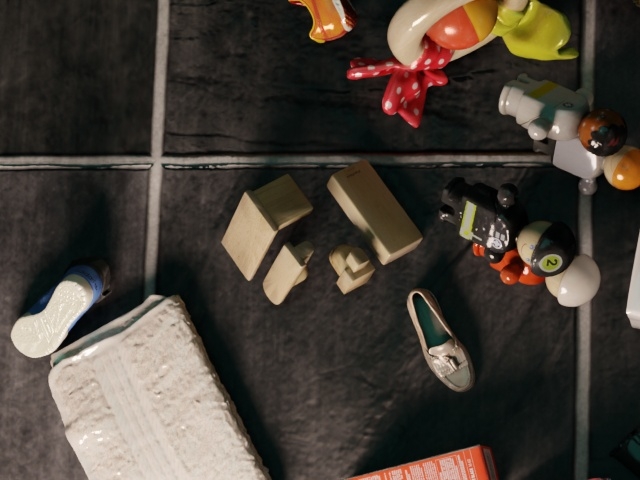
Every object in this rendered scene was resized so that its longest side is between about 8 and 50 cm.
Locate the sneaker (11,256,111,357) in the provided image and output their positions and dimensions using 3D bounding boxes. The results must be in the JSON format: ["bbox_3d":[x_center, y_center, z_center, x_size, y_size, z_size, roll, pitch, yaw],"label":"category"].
[{"bbox_3d":[-0.295,0.074,1.918,0.058,0.084,0.152,43,128,-1],"label":"sneaker"}]

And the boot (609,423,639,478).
[{"bbox_3d":[0.347,0.253,1.746,0.121,0.045,0.099,-43,78,-3],"label":"boot"}]

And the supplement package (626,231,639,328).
[{"bbox_3d":[0.428,-0.043,1.703,0.177,0.175,0.293,10,84,14],"label":"supplement package"}]

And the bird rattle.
[{"bbox_3d":[0.142,-0.239,1.789,0.253,0.207,0.143,-18,70,4],"label":"bird rattle"}]

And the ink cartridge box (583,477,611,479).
[{"bbox_3d":[0.252,0.342,1.711,0.127,0.128,0.176,-12,79,11],"label":"ink cartridge box"}]

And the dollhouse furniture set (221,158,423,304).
[{"bbox_3d":[0.000,0.000,1.872,0.151,0.123,0.144,-28,74,-28],"label":"dollhouse furniture set"}]

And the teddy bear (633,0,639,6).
[{"bbox_3d":[0.300,-0.345,1.761,0.338,0.245,0.113,43,125,24],"label":"teddy bear"}]

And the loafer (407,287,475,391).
[{"bbox_3d":[0.128,0.109,1.819,0.045,0.039,0.125,-29,77,7],"label":"loafer"}]

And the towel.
[{"bbox_3d":[-0.183,0.216,1.872,0.187,0.049,0.282,-31,77,8],"label":"towel"}]

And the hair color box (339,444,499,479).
[{"bbox_3d":[0.103,0.264,1.776,0.167,0.093,0.053,-15,79,11],"label":"hair color box"}]

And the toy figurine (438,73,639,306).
[{"bbox_3d":[0.246,-0.051,1.728,0.148,0.213,0.210,28,84,27],"label":"toy figurine"}]

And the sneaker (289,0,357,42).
[{"bbox_3d":[-0.017,-0.311,1.904,0.067,0.064,0.175,-23,75,19],"label":"sneaker"}]
